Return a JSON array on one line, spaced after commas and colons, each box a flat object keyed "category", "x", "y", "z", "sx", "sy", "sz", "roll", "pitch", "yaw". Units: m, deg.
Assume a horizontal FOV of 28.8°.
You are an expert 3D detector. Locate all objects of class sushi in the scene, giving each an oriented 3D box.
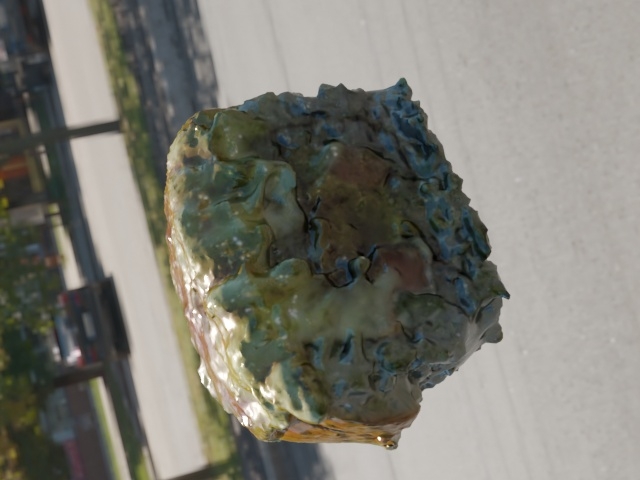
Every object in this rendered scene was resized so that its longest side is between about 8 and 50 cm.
[{"category": "sushi", "x": 0.000, "y": 0.000, "z": 0.786, "sx": 0.139, "sy": 0.184, "sz": 0.274, "roll": 113, "pitch": 139, "yaw": -63}]
